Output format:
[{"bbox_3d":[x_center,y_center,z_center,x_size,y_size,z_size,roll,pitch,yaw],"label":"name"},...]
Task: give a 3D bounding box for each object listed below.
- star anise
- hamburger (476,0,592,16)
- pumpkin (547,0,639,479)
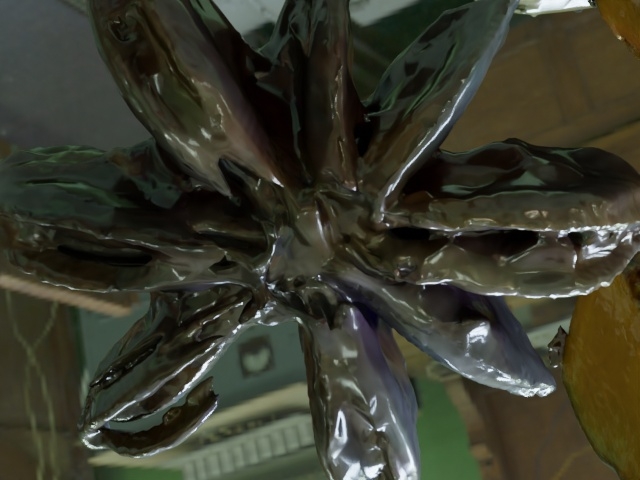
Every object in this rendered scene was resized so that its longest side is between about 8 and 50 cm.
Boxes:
[{"bbox_3d":[0.000,0.000,0.376,0.236,0.229,0.093,-9,-161,-1],"label":"star anise"},{"bbox_3d":[0.206,-0.337,0.983,0.277,0.195,0.318,-31,136,18],"label":"hamburger"},{"bbox_3d":[0.161,0.027,0.482,0.280,0.139,0.190,30,112,-35],"label":"pumpkin"}]
